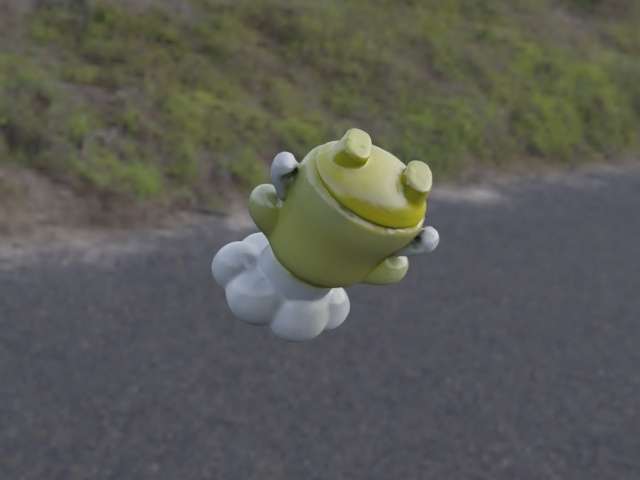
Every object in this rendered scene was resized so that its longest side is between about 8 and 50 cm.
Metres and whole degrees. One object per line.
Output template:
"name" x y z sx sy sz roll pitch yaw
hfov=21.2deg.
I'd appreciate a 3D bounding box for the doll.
"doll" 0.000 0.000 0.988 0.106 0.162 0.062 29 45 -13
